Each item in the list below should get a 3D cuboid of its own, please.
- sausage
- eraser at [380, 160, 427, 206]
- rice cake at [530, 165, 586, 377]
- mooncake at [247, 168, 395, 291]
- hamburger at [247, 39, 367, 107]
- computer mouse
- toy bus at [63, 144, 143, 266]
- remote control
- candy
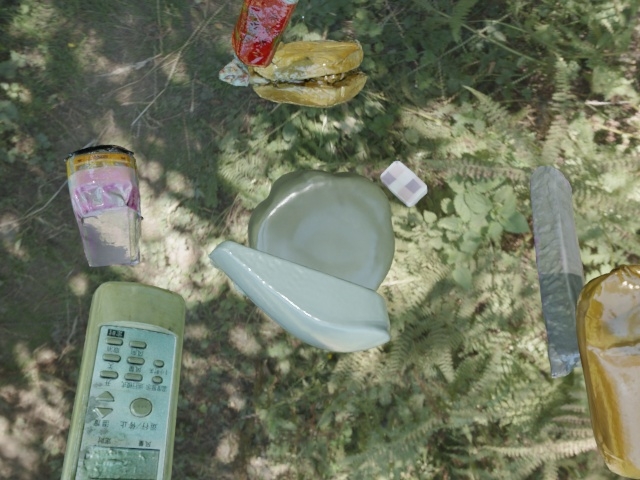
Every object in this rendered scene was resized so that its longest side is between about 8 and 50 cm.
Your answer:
[{"bbox_3d":[0.422,0.168,0.748,0.134,0.116,0.354,-8,117,21],"label":"sausage"},{"bbox_3d":[0.196,-0.133,1.307,0.065,0.026,0.105,-45,68,-1],"label":"eraser"},{"bbox_3d":[0.400,0.039,0.922,0.064,0.399,0.070,-23,136,39],"label":"rice cake"},{"bbox_3d":[0.000,0.000,0.988,0.274,0.135,0.275,-4,108,-11],"label":"mooncake"},{"bbox_3d":[-0.033,-0.409,1.364,0.283,0.259,0.145,16,126,23],"label":"hamburger"},{"bbox_3d":[-0.027,0.070,0.640,0.230,0.128,0.079,21,73,2],"label":"computer mouse"},{"bbox_3d":[-0.520,-0.067,1.379,0.171,0.162,0.386,-11,158,-21],"label":"toy bus"},{"bbox_3d":[-0.190,0.152,0.552,0.098,0.234,0.038,13,147,-25],"label":"remote control"},{"bbox_3d":[-0.097,-0.367,0.928,0.086,0.059,0.292,15,140,-19],"label":"candy"}]
